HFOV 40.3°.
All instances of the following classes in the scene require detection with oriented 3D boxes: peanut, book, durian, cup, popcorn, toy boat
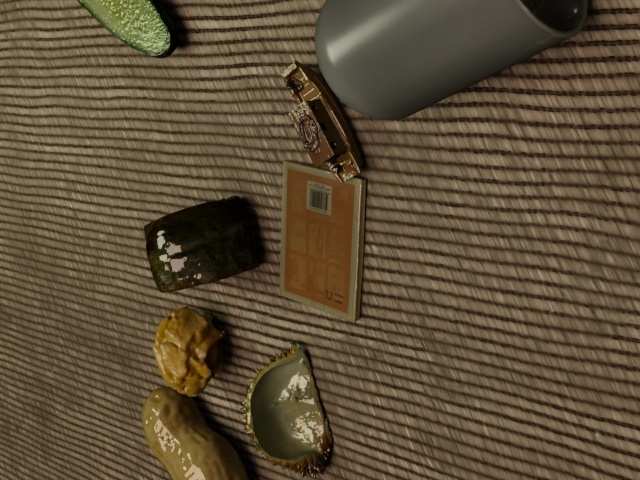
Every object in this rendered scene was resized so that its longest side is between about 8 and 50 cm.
[{"bbox_3d":[-0.239,0.417,1.697,0.319,0.147,0.147,53,131,21],"label":"peanut"},{"bbox_3d":[0.001,0.000,1.433,0.170,0.018,0.241,18,114,37],"label":"book"},{"bbox_3d":[-0.062,0.309,1.533,0.139,0.144,0.252,-17,87,21],"label":"durian"},{"bbox_3d":[0.146,-0.285,1.090,0.312,0.205,0.205,-22,89,43],"label":"cup"},{"bbox_3d":[-0.246,0.203,1.628,0.152,0.148,0.167,-1,115,19],"label":"popcorn"},{"bbox_3d":[-0.003,-0.182,1.337,0.057,0.077,0.200,-31,83,43],"label":"toy boat"}]

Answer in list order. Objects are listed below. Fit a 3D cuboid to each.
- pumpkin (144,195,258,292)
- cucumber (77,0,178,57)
[{"bbox_3d":[-0.213,0.009,1.577,0.280,0.190,0.139,-163,55,-85],"label":"pumpkin"},{"bbox_3d":[-0.331,-0.409,1.557,0.244,0.063,0.115,48,120,20],"label":"cucumber"}]
